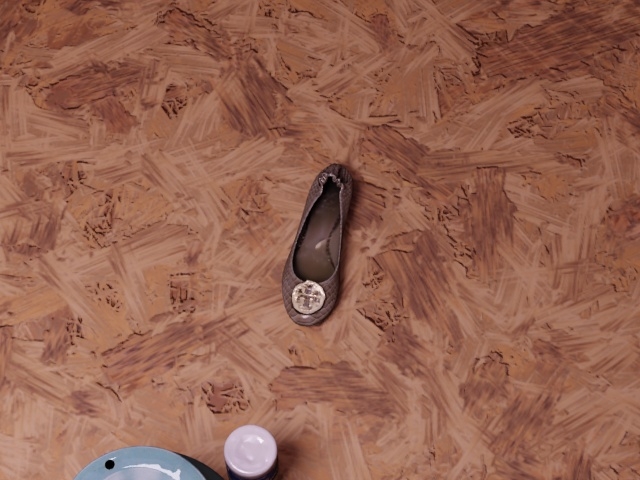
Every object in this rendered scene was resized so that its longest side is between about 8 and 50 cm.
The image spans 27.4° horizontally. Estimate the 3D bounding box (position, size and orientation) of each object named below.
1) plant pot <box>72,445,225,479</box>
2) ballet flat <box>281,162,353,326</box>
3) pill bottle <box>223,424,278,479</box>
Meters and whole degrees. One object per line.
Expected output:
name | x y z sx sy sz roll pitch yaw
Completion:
plant pot | -0.203 0.362 1.541 0.271 0.255 0.272 0 64 0
ballet flat | 0.000 0.000 1.828 0.084 0.058 0.250 12 64 6
pill bottle | -0.086 0.281 1.655 0.067 0.120 0.067 0 64 0
